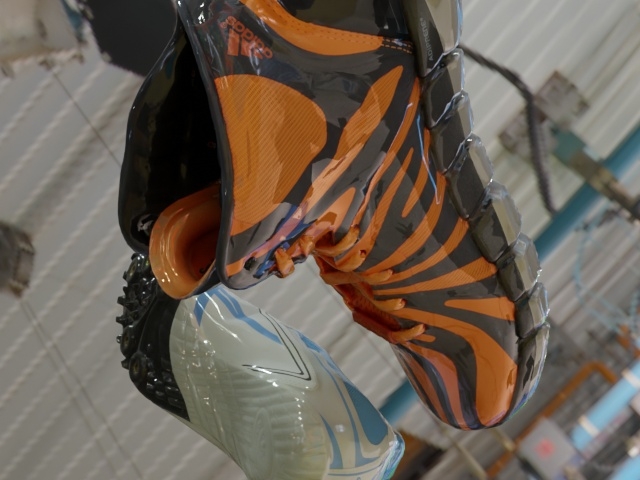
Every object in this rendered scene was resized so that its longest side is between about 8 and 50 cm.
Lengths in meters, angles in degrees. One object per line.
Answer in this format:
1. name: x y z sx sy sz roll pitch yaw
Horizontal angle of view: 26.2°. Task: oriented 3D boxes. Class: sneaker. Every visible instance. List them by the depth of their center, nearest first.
1. sneaker: 0.000 0.000 0.684 0.180 0.124 0.321 -39 -57 -28
2. sneaker: -0.044 0.076 0.803 0.086 0.237 0.085 11 -70 -44
